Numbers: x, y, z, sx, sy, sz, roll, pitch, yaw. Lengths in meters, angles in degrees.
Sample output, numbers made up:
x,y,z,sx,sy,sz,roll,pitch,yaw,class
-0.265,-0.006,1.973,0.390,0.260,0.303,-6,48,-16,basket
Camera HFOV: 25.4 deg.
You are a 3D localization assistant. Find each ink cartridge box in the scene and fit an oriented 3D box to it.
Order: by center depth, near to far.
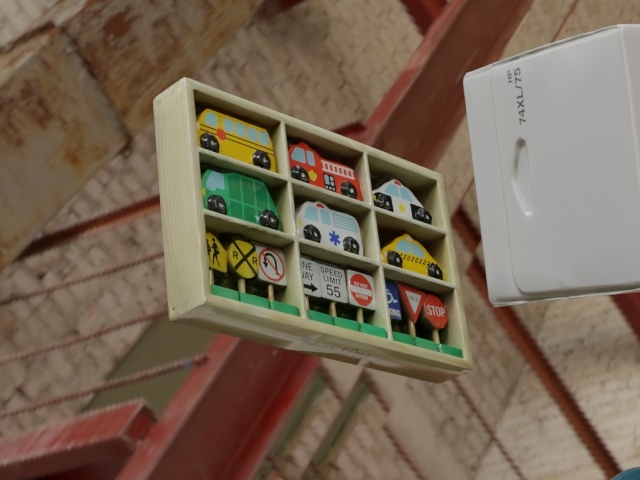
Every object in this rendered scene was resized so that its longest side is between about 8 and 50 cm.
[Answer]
x,y,z,sx,sy,sz,roll,pitch,yaw,class
0.286,-0.060,1.150,0.197,0.270,0.198,-10,-94,59,ink cartridge box

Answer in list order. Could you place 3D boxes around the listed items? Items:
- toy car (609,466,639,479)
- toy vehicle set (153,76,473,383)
x,y,z,sx,sy,sz,roll,pitch,yaw,class
0.244,0.356,1.188,0.219,0.210,0.238,57,-33,39,toy car
0.000,0.000,1.003,0.267,0.166,0.035,17,-34,-43,toy vehicle set
